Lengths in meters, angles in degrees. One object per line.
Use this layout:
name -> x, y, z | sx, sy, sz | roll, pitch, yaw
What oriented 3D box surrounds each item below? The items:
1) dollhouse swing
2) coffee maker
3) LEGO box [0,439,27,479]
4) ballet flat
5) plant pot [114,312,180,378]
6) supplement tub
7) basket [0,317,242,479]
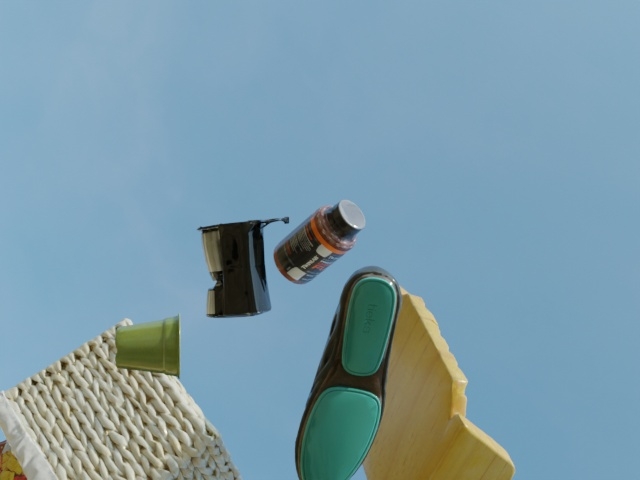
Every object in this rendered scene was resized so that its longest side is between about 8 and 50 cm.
dollhouse swing -> 0.227, 0.302, 1.155 | 0.305, 0.347, 0.315 | 17, -67, -19
coffee maker -> -0.144, 0.054, 1.385 | 0.171, 0.120, 0.178 | -7, -91, 37
LEGO box -> -0.528, 0.696, 1.596 | 0.193, 0.500, 0.372 | -23, -141, 9
ballet flat -> 0.038, 0.167, 0.903 | 0.095, 0.096, 0.280 | 17, -87, -6
plant pot -> -0.216, 0.134, 0.924 | 0.079, 0.083, 0.083 | 0, -86, -12
supplement tub -> 0.000, 0.000, 1.474 | 0.198, 0.106, 0.106 | -40, -106, 36
basket -> -0.317, 0.372, 1.231 | 0.266, 0.328, 0.331 | -35, -128, -19
